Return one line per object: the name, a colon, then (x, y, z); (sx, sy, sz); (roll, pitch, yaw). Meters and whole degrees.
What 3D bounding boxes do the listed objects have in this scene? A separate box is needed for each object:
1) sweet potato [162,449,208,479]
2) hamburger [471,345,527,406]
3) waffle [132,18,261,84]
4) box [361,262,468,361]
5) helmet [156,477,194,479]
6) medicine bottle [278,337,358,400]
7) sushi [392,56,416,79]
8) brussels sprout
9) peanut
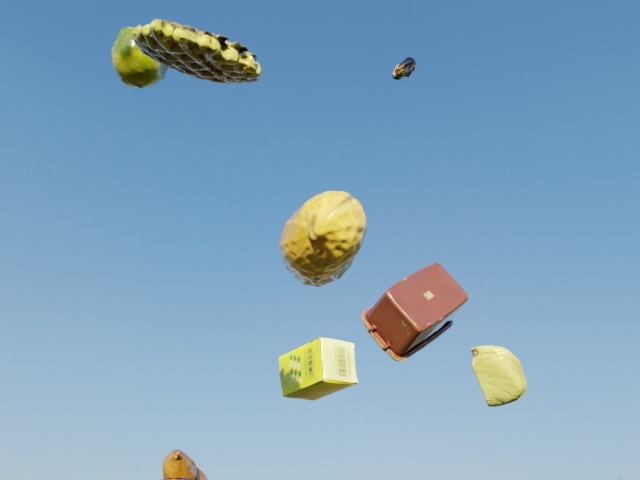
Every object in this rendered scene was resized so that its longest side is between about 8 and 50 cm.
sweet potato: (-0.249, 0.444, 1.118); (0.068, 0.068, 0.226); (-5, -41, 11)
hamburger: (0.335, 0.251, 1.115); (0.084, 0.054, 0.121); (-15, -75, 22)
waffle: (-0.204, -0.308, 1.000); (0.214, 0.054, 0.208); (14, -2, -27)
box: (0.290, 0.204, 1.794); (0.294, 0.193, 0.167); (-26, -23, -36)
helmet: (-0.224, 0.463, 0.903); (0.216, 0.189, 0.193); (28, 1, 42)
medicine bottle: (-0.010, 0.412, 1.902); (0.141, 0.137, 0.250); (17, -33, -32)
sushi: (0.242, -0.489, 1.707); (0.044, 0.083, 0.046); (43, -30, 13)
brussels sprout: (-0.487, -0.479, 1.586); (0.152, 0.149, 0.122); (22, 5, 3)
peanut: (0.000, 0.000, 1.025); (0.147, 0.147, 0.305); (3, -10, -1)
